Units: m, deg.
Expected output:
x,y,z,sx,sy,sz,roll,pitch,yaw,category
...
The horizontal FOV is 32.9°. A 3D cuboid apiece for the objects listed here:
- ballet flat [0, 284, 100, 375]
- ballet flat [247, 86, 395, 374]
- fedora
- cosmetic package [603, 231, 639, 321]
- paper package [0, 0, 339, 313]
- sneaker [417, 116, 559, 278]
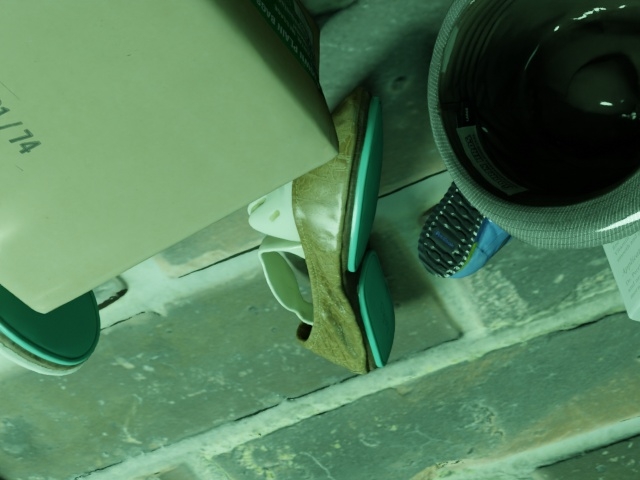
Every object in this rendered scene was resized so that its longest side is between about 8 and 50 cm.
x,y,z,sx,sy,sz,roll,pitch,yaw,category
-0.348,-0.024,0.929,0.139,0.139,0.400,-25,128,18,ballet flat
0.000,0.000,1.006,0.124,0.116,0.342,8,141,13,ballet flat
0.211,-0.119,0.826,0.124,0.243,0.275,-7,174,-37,fedora
0.345,-0.030,0.943,0.151,0.183,0.151,14,132,-18,cosmetic package
-0.194,-0.144,0.780,0.309,0.168,0.325,-26,131,19,paper package
0.170,-0.051,0.999,0.082,0.069,0.209,-7,138,-49,sneaker
